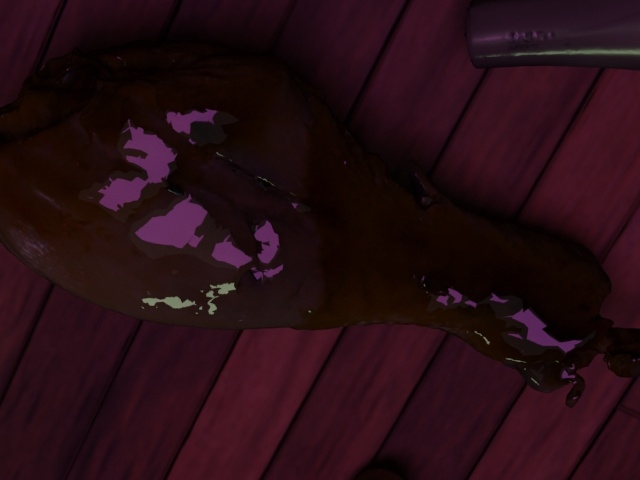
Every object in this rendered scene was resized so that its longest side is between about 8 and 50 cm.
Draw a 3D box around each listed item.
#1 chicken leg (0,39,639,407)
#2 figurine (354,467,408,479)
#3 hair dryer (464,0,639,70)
[{"bbox_3d":[0.000,0.000,0.826,0.429,0.153,0.201,19,125,-13],"label":"chicken leg"},{"bbox_3d":[0.020,0.291,0.953,0.143,0.143,0.271,23,87,-7],"label":"figurine"},{"bbox_3d":[0.188,-0.089,0.817,0.219,0.088,0.225,13,128,4],"label":"hair dryer"}]
